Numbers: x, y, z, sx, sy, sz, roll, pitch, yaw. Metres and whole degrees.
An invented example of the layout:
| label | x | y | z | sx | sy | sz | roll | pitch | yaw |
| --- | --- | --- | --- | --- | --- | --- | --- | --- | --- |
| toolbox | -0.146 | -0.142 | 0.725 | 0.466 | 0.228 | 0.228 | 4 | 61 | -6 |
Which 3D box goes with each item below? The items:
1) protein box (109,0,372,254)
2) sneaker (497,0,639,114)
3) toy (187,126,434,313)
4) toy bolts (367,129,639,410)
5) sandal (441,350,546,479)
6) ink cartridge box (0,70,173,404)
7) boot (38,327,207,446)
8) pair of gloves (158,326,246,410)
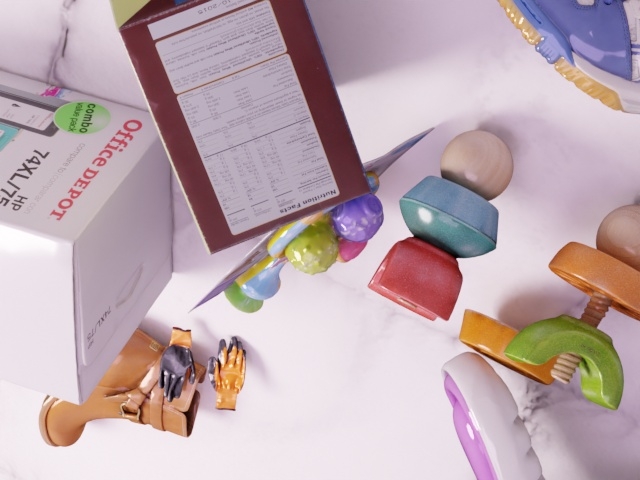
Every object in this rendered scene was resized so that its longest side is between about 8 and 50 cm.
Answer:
| label | x | y | z | sx | sy | sz | roll | pitch | yaw |
| --- | --- | --- | --- | --- | --- | --- | --- | --- | --- |
| protein box | -0.069 | -0.137 | 1.436 | 0.136 | 0.200 | 0.201 | -21 | 121 | -1 |
| sneaker | 0.271 | -0.145 | 1.361 | 0.296 | 0.112 | 0.131 | 33 | 117 | -2 |
| toy | 0.000 | 0.000 | 1.578 | 0.237 | 0.137 | 0.056 | -37 | 85 | 44 |
| toy bolts | 0.163 | 0.014 | 1.547 | 0.228 | 0.158 | 0.218 | 28 | 176 | -9 |
| sandal | 0.171 | 0.298 | 1.661 | 0.102 | 0.169 | 0.416 | -21 | 99 | -4 |
| ink cartridge box | -0.292 | -0.016 | 1.681 | 0.270 | 0.198 | 0.197 | 16 | 132 | 14 |
| boot | -0.199 | 0.165 | 1.873 | 0.152 | 0.073 | 0.197 | 22 | 136 | 5 |
| pair of gloves | -0.114 | 0.125 | 1.798 | 0.083 | 0.010 | 0.074 | 10 | 97 | 0 |
